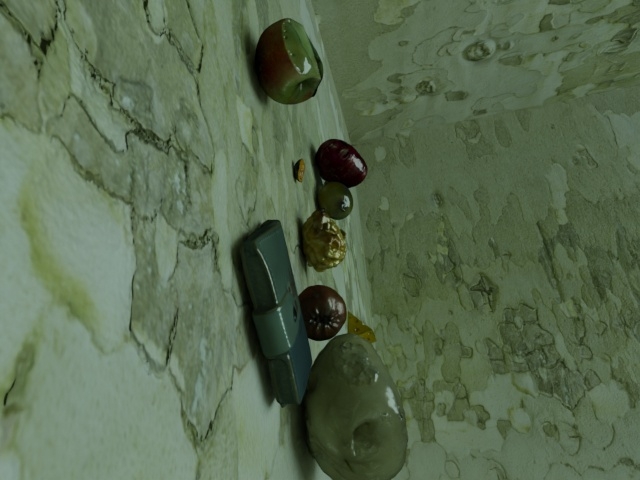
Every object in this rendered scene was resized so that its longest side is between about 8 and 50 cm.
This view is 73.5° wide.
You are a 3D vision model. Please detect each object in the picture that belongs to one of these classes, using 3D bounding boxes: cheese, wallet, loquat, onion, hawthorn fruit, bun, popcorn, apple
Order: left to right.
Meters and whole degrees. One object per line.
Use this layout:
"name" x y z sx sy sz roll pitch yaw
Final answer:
"wallet" -0.083 0.145 0.903 0.252 0.083 0.360 -76 154 -78
"apple" -0.090 -0.471 1.147 0.188 0.174 0.207 62 10 8
"hawthorn fruit" 0.000 0.176 1.150 0.189 0.149 0.149 -83 161 -57
"popcorn" 0.007 0.006 1.372 0.163 0.140 0.194 37 34 -64
"loquat" 0.060 -0.166 1.756 0.195 0.152 0.152 -113 -173 -60
"onion" 0.081 -0.325 1.845 0.246 0.190 0.246 46 -6 6
"bun" 0.068 0.417 1.066 0.326 0.235 0.361 178 -99 -81
"cheese" 0.175 0.425 2.079 0.171 0.126 0.093 -117 -178 -54

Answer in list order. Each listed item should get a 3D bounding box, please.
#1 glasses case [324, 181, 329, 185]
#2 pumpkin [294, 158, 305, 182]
"glasses case" 0.052 -0.204 2.010 0.197 0.050 0.076 66 18 -55
"pumpkin" -0.073 -0.230 1.415 0.050 0.028 0.083 59 33 -60
